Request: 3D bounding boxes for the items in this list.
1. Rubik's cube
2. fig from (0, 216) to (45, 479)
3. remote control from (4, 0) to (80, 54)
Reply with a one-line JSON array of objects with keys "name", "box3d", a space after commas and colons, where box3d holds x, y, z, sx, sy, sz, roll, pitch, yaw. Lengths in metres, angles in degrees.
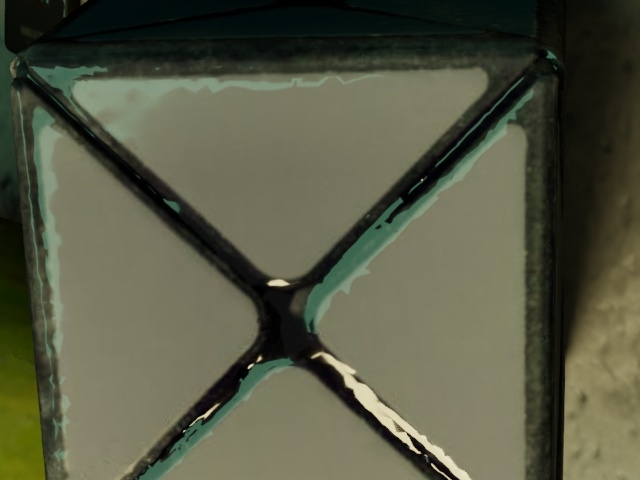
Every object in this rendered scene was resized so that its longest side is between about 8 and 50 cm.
[{"name": "Rubik's cube", "box3d": [0.000, 0.000, 0.964, 0.259, 0.260, 0.255, -2, 108, 4]}, {"name": "fig", "box3d": [-0.207, 0.105, 1.215, 0.326, 0.258, 0.258, 0, 106, 13]}, {"name": "remote control", "box3d": [-0.173, -0.230, 1.206, 0.063, 0.025, 0.245, 20, 116, 31]}]
